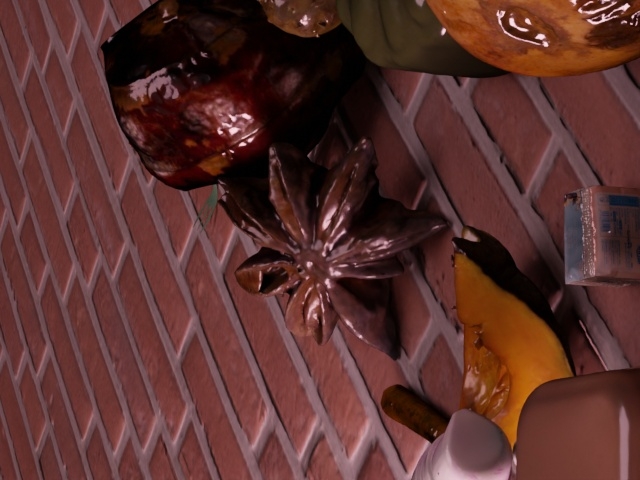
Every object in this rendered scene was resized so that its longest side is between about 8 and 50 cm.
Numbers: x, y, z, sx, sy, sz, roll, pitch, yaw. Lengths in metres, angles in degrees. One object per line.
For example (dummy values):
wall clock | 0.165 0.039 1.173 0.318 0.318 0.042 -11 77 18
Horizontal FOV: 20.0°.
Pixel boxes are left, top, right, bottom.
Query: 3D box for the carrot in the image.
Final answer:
carrot | 0.121 0.211 2.110 0.171 0.042 0.042 33 117 57

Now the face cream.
face cream | 0.135 0.285 1.908 0.345 0.102 0.102 104 156 -60

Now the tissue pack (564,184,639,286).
tissue pack | 0.280 -0.005 1.770 0.059 0.074 0.094 157 114 -64

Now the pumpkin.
pumpkin | 0.213 0.102 1.897 0.149 0.130 0.254 8 114 22

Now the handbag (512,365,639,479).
handbag | 0.269 0.268 1.699 0.283 0.149 0.301 -7 84 61

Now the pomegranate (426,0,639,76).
pomegranate | 0.227 -0.297 1.647 0.322 0.322 0.322 -7 82 63

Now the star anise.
star anise | 0.017 0.008 2.178 0.108 0.315 0.315 -52 -14 -55

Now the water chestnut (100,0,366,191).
water chestnut | -0.093 -0.186 2.318 0.347 0.335 0.335 56 161 -20

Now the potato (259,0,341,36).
potato | 0.011 -0.383 2.181 0.141 0.192 0.296 77 -147 -75

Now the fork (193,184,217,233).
fork | -0.156 -0.124 2.701 0.039 0.021 0.235 34 117 54

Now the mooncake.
mooncake | 0.133 -0.344 1.965 0.351 0.187 0.351 -3 87 61
